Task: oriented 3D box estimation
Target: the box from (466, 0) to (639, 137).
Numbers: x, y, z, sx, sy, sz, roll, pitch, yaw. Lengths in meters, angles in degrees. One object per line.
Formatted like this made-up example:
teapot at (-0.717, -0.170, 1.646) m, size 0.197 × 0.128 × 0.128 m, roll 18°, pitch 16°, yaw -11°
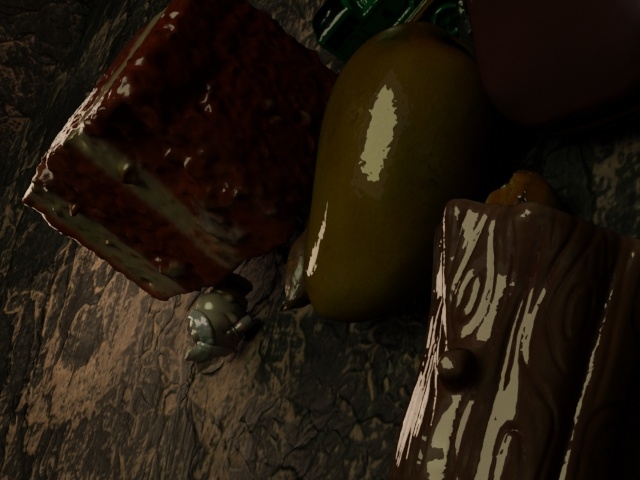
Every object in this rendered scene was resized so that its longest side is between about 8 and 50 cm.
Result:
box at (0.225, -0.297, 1.154) m, size 0.263 × 0.108 × 0.404 m, roll -14°, pitch 84°, yaw 55°

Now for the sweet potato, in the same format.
sweet potato at (0.005, 0.000, 1.479) m, size 0.068 × 0.068 × 0.226 m, roll -37°, pitch 23°, yaw 39°

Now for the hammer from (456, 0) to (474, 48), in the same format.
hammer at (0.223, -0.268, 1.379) m, size 0.201 × 0.021 × 0.078 m, roll -31°, pitch 53°, yaw 41°

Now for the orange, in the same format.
orange at (0.185, -0.020, 1.182) m, size 0.086 × 0.062 × 0.086 m, roll -51°, pitch 13°, yaw 16°

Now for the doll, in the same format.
doll at (-0.119, 0.104, 1.586) m, size 0.084 × 0.073 × 0.127 m, roll 7°, pitch 62°, yaw 31°

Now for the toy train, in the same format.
toy train at (0.082, -0.266, 1.505) m, size 0.227 × 0.136 × 0.091 m, roll -50°, pitch 29°, yaw 26°

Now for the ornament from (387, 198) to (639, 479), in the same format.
ornament at (0.168, 0.109, 0.966) m, size 0.235 × 0.221 × 0.217 m, roll 63°, pitch -138°, yaw -73°

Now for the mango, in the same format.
mango at (0.076, -0.065, 1.300) m, size 0.211 × 0.173 × 0.317 m, roll 15°, pitch 86°, yaw 65°

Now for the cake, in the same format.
cake at (-0.167, -0.109, 1.595) m, size 0.319 × 0.269 × 0.270 m, roll -34°, pitch 22°, yaw 47°
